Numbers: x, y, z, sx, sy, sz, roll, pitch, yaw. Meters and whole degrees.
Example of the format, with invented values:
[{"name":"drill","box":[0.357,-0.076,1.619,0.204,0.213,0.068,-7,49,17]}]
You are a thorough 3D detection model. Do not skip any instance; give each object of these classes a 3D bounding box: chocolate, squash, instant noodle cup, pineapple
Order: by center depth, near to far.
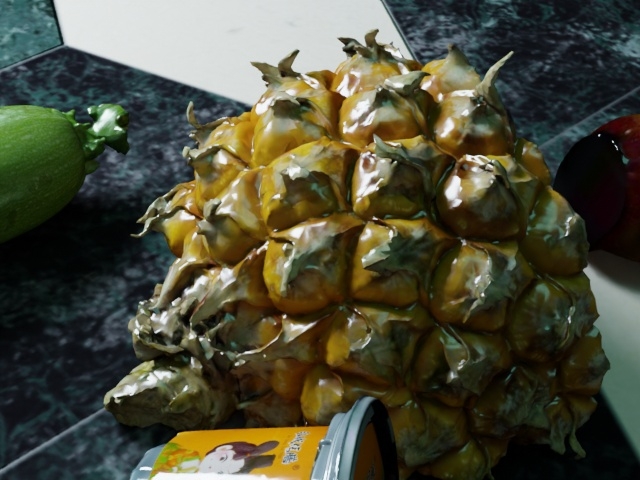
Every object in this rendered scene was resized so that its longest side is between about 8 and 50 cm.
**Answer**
[{"name":"instant noodle cup","box":[-0.032,0.167,0.649,0.125,0.208,0.178,1,81,12]},{"name":"pineapple","box":[-0.003,0.001,0.781,0.286,0.209,0.344,-22,53,-28]},{"name":"squash","box":[-0.290,-0.017,0.833,0.378,0.101,0.101,-23,52,-31]},{"name":"chocolate","box":[0.255,-0.032,0.948,0.133,0.127,0.124,-3,75,-30]}]
